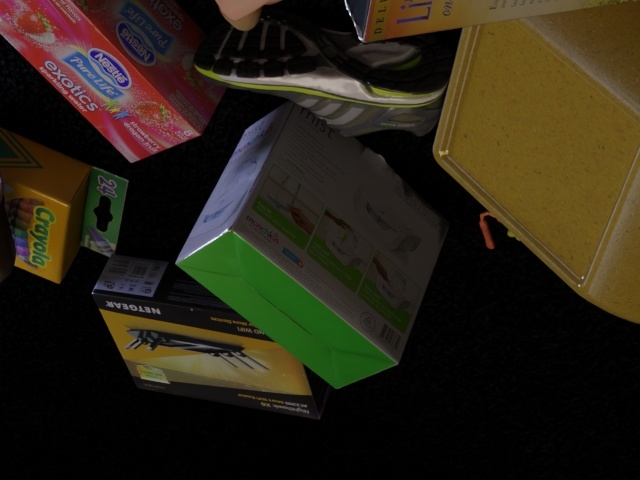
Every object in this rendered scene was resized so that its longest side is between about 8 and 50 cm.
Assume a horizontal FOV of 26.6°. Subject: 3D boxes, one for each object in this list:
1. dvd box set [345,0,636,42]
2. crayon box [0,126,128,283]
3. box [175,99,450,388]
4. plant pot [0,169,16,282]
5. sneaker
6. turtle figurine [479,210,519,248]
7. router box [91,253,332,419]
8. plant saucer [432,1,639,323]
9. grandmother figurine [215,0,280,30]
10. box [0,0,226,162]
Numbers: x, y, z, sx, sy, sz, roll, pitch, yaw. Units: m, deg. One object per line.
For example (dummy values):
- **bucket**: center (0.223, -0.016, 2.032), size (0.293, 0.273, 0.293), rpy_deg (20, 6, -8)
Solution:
- **dvd box set**: center (0.238, -0.307, 1.052), size (0.421, 0.062, 0.307), rpy_deg (-11, 145, -13)
- **crayon box**: center (-0.441, -0.061, 1.886), size (0.323, 0.083, 0.203), rpy_deg (22, 143, 0)
- **box**: center (0.000, 0.000, 1.604), size (0.262, 0.231, 0.127), rpy_deg (39, 140, -20)
- **plant pot**: center (-0.479, -0.016, 1.771), size (0.167, 0.167, 0.165), rpy_deg (15, 149, 11)
- **sneaker**: center (0.000, -0.171, 1.501), size (0.300, 0.111, 0.121), rpy_deg (13, 146, 17)
- **turtle figurine**: center (0.279, -0.062, 1.493), size (0.217, 0.087, 0.269), rpy_deg (30, 137, 24)
- **router box**: center (-0.152, 0.142, 1.981), size (0.309, 0.081, 0.243), rpy_deg (7, 141, 19)
- **plant saucer**: center (0.232, -0.106, 1.316), size (0.333, 0.081, 0.332), rpy_deg (46, 148, 28)
- **grandmother figurine**: center (0.013, -0.311, 1.328), size (0.208, 0.104, 0.342), rpy_deg (34, 145, -29)
- **box**: center (-0.237, -0.226, 1.540), size (0.128, 0.122, 0.257), rpy_deg (-16, 128, 40)
